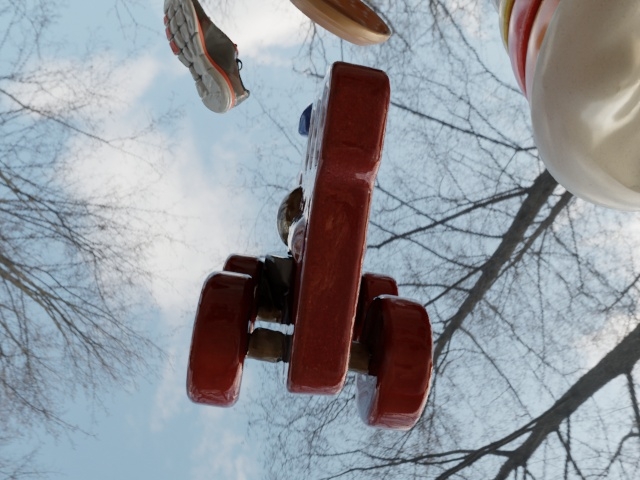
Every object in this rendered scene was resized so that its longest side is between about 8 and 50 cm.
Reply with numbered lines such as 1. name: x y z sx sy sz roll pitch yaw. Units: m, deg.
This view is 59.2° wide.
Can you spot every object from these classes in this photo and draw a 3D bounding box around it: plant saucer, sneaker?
1. plant saucer: 0.020 -0.365 0.882 0.199 0.037 0.200 26 -148 -18
2. sneaker: -0.134 -0.232 0.679 0.065 0.061 0.158 -33 -74 -43

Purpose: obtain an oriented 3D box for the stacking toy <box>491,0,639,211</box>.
1. stacking toy: 0.338 -0.293 0.706 0.350 0.351 0.480 -7 -143 -8

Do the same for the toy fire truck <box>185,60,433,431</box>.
1. toy fire truck: 0.000 0.000 0.483 0.169 0.302 0.254 9 -85 -4
